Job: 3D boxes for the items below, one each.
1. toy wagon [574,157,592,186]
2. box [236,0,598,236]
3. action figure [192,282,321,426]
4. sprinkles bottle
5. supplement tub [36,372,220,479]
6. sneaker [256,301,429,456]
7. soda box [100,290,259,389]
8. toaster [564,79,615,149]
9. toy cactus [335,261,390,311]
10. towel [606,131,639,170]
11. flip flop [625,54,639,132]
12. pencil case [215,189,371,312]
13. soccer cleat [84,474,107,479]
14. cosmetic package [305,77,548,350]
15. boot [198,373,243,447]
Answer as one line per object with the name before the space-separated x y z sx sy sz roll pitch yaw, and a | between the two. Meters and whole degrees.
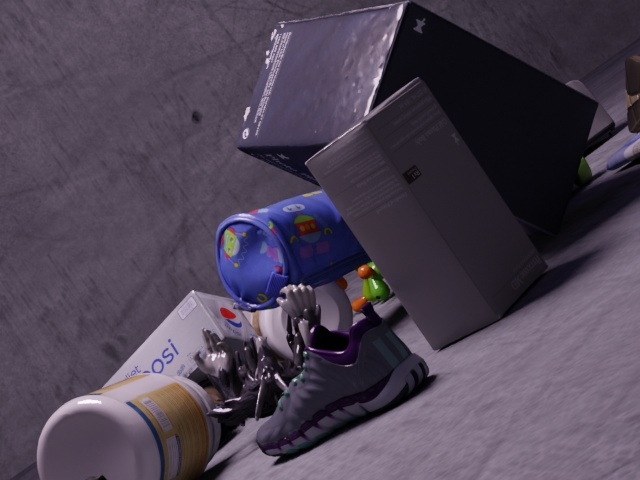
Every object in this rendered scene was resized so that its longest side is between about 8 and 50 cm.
toy wagon | 0.217 -0.029 2.050 0.267 0.068 0.344 -34 3 -9
box | 0.108 -0.134 1.765 0.294 0.296 0.183 3 73 60
action figure | -0.062 0.138 1.731 0.164 0.141 0.276 -23 1 0
sprinkles bottle | -0.049 0.115 2.122 0.121 0.121 0.355 -35 3 -12
supplement tub | -0.206 0.226 1.653 0.144 0.144 0.199 -33 -7 21
sneaker | 0.003 0.131 1.440 0.223 0.098 0.083 -32 4 39
soda box | -0.211 0.199 1.998 0.286 0.091 0.098 -47 -31 18
toaster | 0.338 -0.153 2.333 0.185 0.110 0.168 -36 2 -22
toy cactus | 0.045 0.012 2.195 0.112 0.180 0.219 -5 -26 -42
towel | 0.476 -0.169 1.785 0.209 0.034 0.285 -37 2 -18
flip flop | 0.476 -0.217 2.041 0.080 0.112 0.277 0 -10 -7
pencil case | 0.000 0.000 1.912 0.306 0.133 0.119 -20 -34 -49
soccer cleat | -0.196 0.278 1.251 0.116 0.108 0.318 -39 6 -8
cosmetic package | 0.109 -0.025 1.499 0.107 0.238 0.127 -35 5 41
boot | -0.134 0.233 1.894 0.219 0.082 0.106 -23 22 -38
